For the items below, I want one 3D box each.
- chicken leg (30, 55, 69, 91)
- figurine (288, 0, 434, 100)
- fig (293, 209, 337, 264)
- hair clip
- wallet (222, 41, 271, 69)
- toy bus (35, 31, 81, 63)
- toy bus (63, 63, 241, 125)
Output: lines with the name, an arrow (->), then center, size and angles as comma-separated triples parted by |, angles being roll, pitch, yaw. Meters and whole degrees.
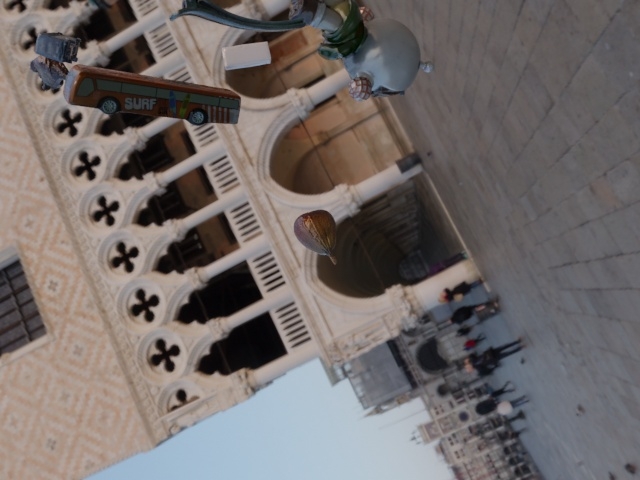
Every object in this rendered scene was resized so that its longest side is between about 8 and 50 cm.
chicken leg -> -0.649, -0.408, 1.304 | 0.253, 0.051, 0.106 | 24, 146, 38
figurine -> 0.096, -0.460, 1.226 | 0.370, 0.167, 0.281 | 23, -121, -32
fig -> -0.005, -0.008, 1.421 | 0.119, 0.119, 0.153 | -73, -37, -79
hair clip -> -0.133, -0.375, 0.885 | 0.039, 0.229, 0.070 | 22, 105, 62
wallet -> -0.192, -0.482, 1.375 | 0.025, 0.122, 0.061 | 111, 149, -82
toy bus -> -0.519, -0.386, 1.051 | 0.065, 0.047, 0.166 | 13, -163, -22
toy bus -> -0.390, -0.341, 1.271 | 0.408, 0.092, 0.093 | -2, -152, -37
